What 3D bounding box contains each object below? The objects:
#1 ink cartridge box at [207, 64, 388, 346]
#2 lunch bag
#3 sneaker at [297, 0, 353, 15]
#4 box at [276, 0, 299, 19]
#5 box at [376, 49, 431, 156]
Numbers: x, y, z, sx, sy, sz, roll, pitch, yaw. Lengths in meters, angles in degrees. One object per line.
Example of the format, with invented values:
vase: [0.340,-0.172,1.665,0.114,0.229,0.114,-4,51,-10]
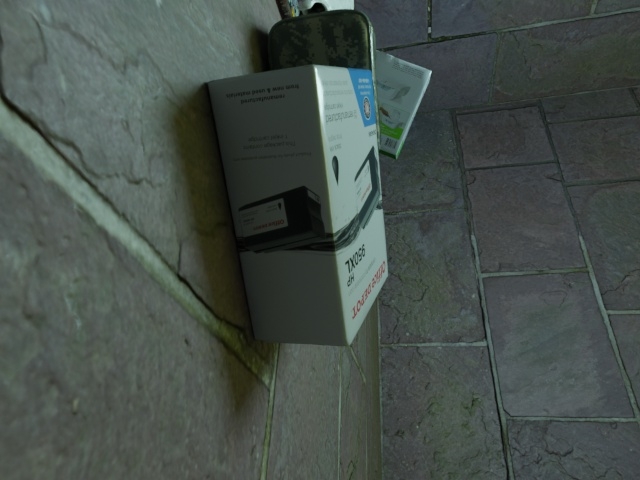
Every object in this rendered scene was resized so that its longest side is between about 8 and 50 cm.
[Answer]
ink cartridge box: [-0.007,-0.068,0.748,0.285,0.166,0.395,-42,128,-62]
lunch bag: [0.023,-0.305,0.966,0.256,0.212,0.305,-59,143,-70]
sneaker: [0.005,-0.653,1.267,0.305,0.114,0.152,-10,100,-63]
box: [-0.077,-0.556,1.032,0.137,0.027,0.094,64,25,-62]
box: [0.126,-0.374,1.205,0.127,0.262,0.231,-24,135,-80]
